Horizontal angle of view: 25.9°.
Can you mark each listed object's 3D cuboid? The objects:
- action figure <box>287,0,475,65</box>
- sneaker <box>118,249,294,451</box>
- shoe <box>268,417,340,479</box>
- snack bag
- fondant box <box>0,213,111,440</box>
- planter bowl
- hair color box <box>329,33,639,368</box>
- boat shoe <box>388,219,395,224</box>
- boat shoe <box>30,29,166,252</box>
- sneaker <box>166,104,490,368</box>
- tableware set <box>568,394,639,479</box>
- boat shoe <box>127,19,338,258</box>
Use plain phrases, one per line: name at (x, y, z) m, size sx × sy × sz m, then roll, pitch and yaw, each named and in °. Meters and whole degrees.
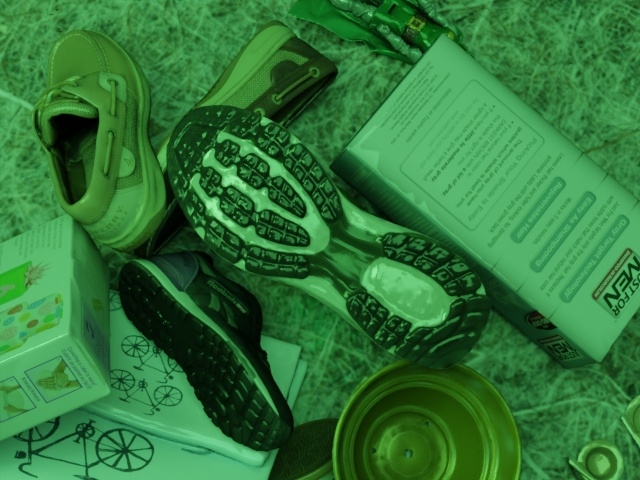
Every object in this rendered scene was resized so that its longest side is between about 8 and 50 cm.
action figure at (0.093, -0.277, 1.734) m, size 0.232 × 0.063 × 0.137 m, roll 32°, pitch 73°, yaw 2°
sneaker at (-0.097, 0.105, 1.549) m, size 0.124 × 0.107 × 0.283 m, roll -18°, pitch 54°, yaw -38°
shoe at (-0.049, 0.279, 1.581) m, size 0.219 × 0.058 × 0.076 m, roll -33°, pitch 48°, yaw -15°
snack bag at (-0.203, 0.199, 1.520) m, size 0.323 × 0.037 × 0.342 m, roll 18°, pitch 45°, yaw 1°
fondant box at (-0.389, 0.125, 1.475) m, size 0.330 × 0.096 × 0.238 m, roll -24°, pitch 32°, yaw 6°
planter bowl at (0.109, 0.241, 1.568) m, size 0.217 × 0.090 × 0.217 m, roll 2°, pitch 82°, yaw -13°
hair color box at (0.216, -0.042, 1.614) m, size 0.374 × 0.113 × 0.185 m, roll 40°, pitch 76°, yaw -2°
boat shoe at (0.099, -0.042, 1.677) m, size 0.038 × 0.046 × 0.125 m, roll 13°, pitch 83°, yaw -4°
boat shoe at (-0.264, -0.139, 1.585) m, size 0.121 × 0.110 × 0.341 m, roll -41°, pitch 46°, yaw 18°
sneaker at (0.000, 0.000, 1.579) m, size 0.410 × 0.182 × 0.158 m, roll 37°, pitch 90°, yaw 3°
tableware set at (0.381, 0.265, 1.619) m, size 0.169 × 0.020 × 0.141 m, roll -41°, pitch 80°, yaw -12°
boat shoe at (-0.102, -0.103, 1.647) m, size 0.123 × 0.123 × 0.342 m, roll 34°, pitch 70°, yaw 8°
